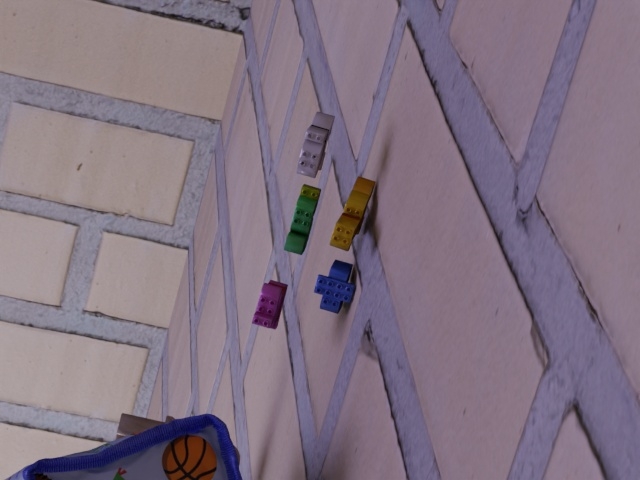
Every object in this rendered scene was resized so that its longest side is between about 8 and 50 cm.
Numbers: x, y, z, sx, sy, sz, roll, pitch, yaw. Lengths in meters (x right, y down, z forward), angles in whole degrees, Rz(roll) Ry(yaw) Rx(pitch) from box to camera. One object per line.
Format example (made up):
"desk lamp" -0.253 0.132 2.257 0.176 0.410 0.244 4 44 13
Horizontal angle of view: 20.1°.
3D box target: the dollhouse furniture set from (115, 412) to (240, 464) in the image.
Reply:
"dollhouse furniture set" -0.183 0.404 1.977 0.355 0.174 0.303 -89 13 -71

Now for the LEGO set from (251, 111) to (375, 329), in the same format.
"LEGO set" 0.000 0.000 1.764 0.093 0.087 0.227 -57 -17 -74

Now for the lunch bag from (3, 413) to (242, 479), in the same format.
"lunch bag" -0.151 0.379 1.718 0.328 0.239 0.385 140 114 -72
